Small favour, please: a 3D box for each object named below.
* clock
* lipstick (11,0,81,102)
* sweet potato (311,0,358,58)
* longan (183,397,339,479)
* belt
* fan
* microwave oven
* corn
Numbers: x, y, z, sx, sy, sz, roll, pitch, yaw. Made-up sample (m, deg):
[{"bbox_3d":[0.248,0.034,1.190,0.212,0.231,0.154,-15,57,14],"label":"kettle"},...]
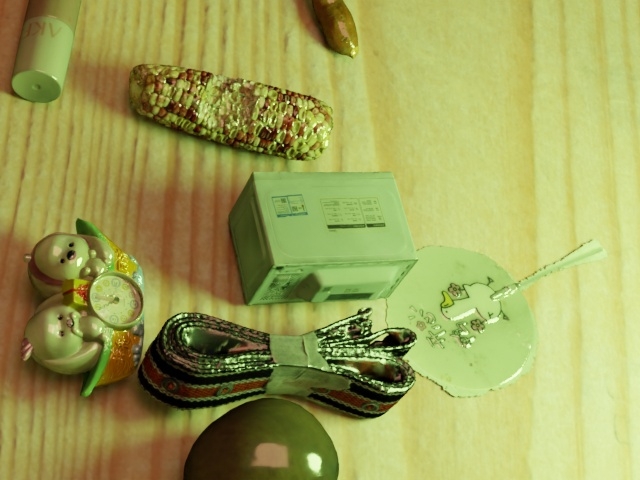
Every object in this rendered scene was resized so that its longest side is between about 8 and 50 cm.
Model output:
[{"bbox_3d":[-0.288,0.077,1.617,0.144,0.103,0.231,11,58,-27],"label":"clock"},{"bbox_3d":[-0.367,-0.308,1.839,0.070,0.070,0.254,14,56,-15],"label":"lipstick"},{"bbox_3d":[0.011,-0.360,2.040,0.056,0.056,0.195,-17,77,-30],"label":"sweet potato"},{"bbox_3d":[-0.068,0.268,1.562,0.189,0.189,0.189,11,57,-17],"label":"longan"},{"bbox_3d":[-0.047,0.153,1.663,0.359,0.094,0.126,2,58,-28],"label":"belt"},{"bbox_3d":[0.263,0.074,1.909,0.414,0.012,0.233,-26,74,-32],"label":"fan"},{"bbox_3d":[0.000,0.000,1.774,0.208,0.122,0.162,-1,61,-23],"label":"microwave oven"},{"bbox_3d":[-0.123,-0.180,1.850,0.289,0.098,0.098,14,56,-15],"label":"corn"}]
